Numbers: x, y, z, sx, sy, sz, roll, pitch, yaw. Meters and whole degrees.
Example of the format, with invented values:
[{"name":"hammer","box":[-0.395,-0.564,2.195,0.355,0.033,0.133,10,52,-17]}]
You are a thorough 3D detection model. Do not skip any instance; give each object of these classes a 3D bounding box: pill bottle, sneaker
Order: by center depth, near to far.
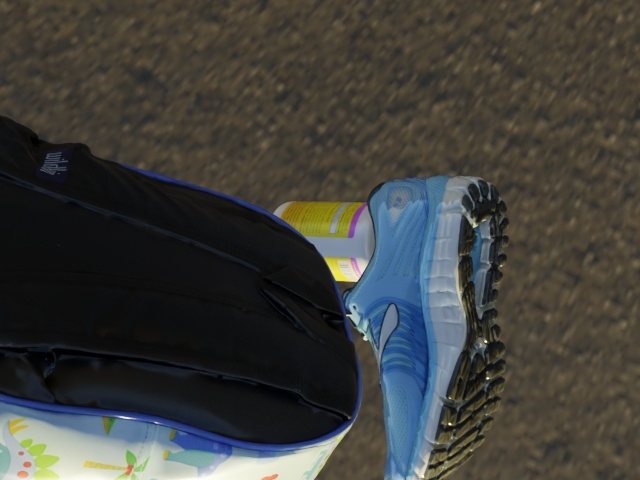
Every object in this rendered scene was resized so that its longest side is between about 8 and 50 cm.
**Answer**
[{"name":"sneaker","box":[0.046,0.044,0.944,0.073,0.063,0.162,13,105,31]},{"name":"pill bottle","box":[0.000,0.000,1.083,0.083,0.043,0.043,2,120,31]}]

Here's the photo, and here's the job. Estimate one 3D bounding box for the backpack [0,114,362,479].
[{"name":"backpack","box":[-0.055,0.030,0.471,0.114,0.105,0.084,13,128,-19]}]
